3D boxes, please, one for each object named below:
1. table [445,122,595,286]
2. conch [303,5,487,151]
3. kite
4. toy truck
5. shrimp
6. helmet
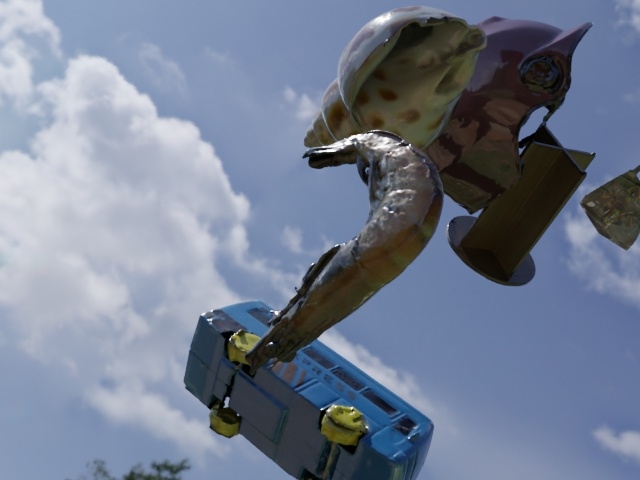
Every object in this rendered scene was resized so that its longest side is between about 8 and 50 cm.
[{"bbox_3d":[0.329,-0.062,1.345,0.167,0.167,0.226,23,-55,-8],"label":"table"},{"bbox_3d":[0.083,-0.189,1.064,0.183,0.148,0.275,32,-66,-33],"label":"conch"},{"bbox_3d":[0.639,-0.103,1.672,0.141,0.245,0.015,45,1,-8],"label":"kite"},{"bbox_3d":[-0.022,0.235,1.188,0.385,0.162,0.161,32,-61,31],"label":"toy truck"},{"bbox_3d":[0.000,0.000,0.819,0.262,0.198,0.051,-47,-48,11],"label":"shrimp"},{"bbox_3d":[0.250,-0.218,1.283,0.197,0.338,0.271,26,4,3],"label":"helmet"}]
